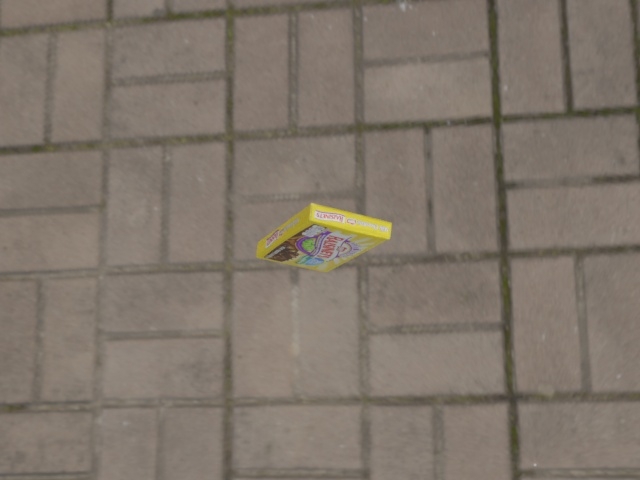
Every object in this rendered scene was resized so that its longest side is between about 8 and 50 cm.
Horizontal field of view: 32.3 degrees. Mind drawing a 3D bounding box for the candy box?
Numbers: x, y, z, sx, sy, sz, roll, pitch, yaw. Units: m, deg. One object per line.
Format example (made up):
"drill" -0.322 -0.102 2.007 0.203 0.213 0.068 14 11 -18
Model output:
"candy box" 0.000 0.000 1.378 0.105 0.206 0.027 11 74 -18
